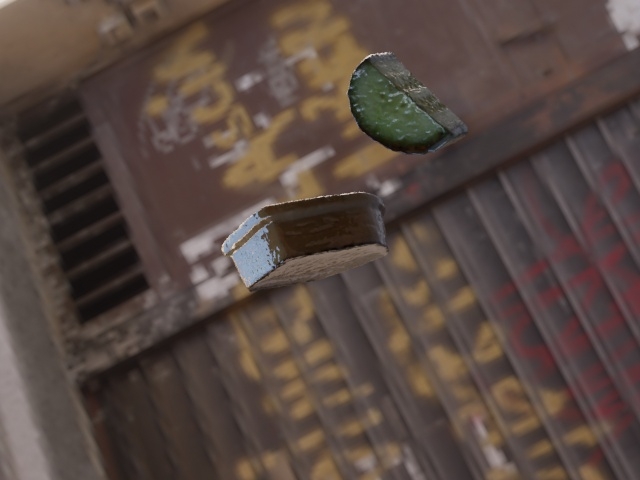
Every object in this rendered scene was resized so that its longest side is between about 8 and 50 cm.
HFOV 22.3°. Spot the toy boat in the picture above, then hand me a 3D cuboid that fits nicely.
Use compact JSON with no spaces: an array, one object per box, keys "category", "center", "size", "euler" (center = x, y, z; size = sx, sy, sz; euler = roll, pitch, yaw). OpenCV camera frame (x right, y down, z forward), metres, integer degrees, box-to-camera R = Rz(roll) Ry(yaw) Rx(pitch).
[{"category":"toy boat","center":[0.000,0.000,1.707],"size":[0.116,0.188,0.061],"euler":[-39,67,50]}]

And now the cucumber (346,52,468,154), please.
[{"category":"cucumber","center":[0.081,-0.127,1.601],"size":[0.116,0.062,0.115],"euler":[46,-159,4]}]
